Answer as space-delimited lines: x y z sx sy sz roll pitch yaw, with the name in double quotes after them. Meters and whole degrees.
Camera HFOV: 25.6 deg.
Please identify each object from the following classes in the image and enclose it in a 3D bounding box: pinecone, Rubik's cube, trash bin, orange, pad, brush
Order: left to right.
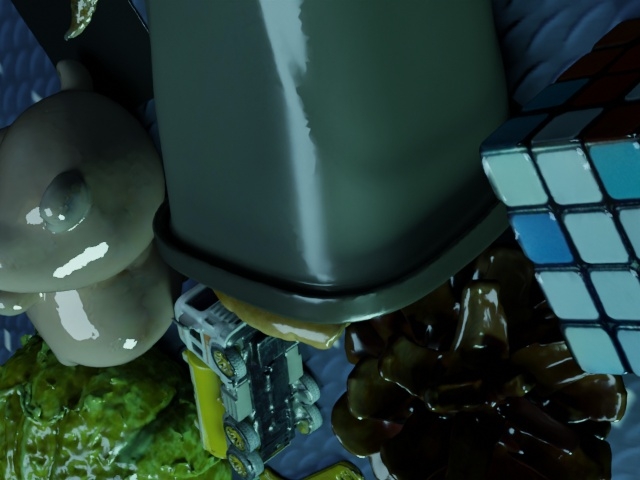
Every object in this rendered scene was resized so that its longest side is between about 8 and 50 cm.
-0.236 -0.229 1.239 0.181 0.004 0.267 -16 109 56 "pad"
-0.228 0.233 1.498 0.300 0.223 0.301 36 145 12 "orange"
-0.012 0.256 1.447 0.082 0.010 0.218 52 147 -1 "brush"
0.000 -0.120 0.868 0.220 0.219 0.250 18 129 40 "trash bin"
0.108 0.113 0.979 0.201 0.202 0.229 -95 2 -72 "pinecone"
0.208 -0.028 0.755 0.155 0.151 0.154 -4 120 52 "Rubik's cube"

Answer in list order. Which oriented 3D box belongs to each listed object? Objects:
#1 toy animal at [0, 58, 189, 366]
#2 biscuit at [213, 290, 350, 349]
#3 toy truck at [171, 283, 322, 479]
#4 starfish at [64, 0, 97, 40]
-0.213 -0.002 1.261 0.221 0.210 0.229 32 116 -29 "toy animal"
0.000 -0.001 0.960 0.144 0.224 0.033 12 119 24 "biscuit"
-0.074 0.124 1.308 0.114 0.098 0.227 36 147 33 "toy truck"
-0.183 -0.290 1.058 0.236 0.062 0.277 36 137 25 "starfish"
